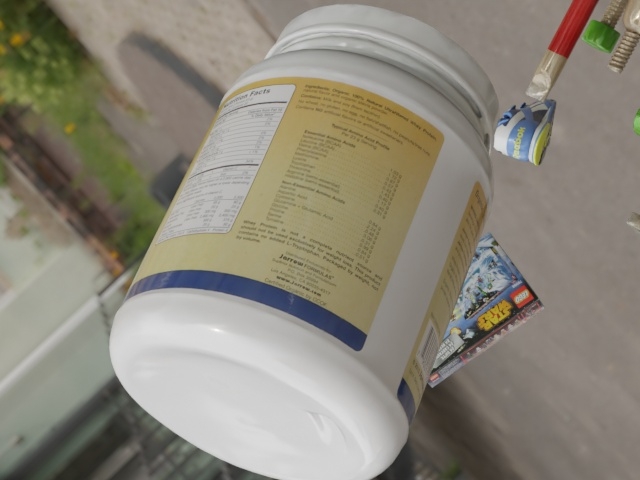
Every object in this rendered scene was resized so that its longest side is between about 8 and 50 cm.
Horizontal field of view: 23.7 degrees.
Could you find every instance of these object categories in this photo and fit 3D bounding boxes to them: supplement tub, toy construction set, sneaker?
[{"bbox_3d":[0.000,0.000,1.157,0.228,0.316,0.228,18,150,11],"label":"supplement tub"},{"bbox_3d":[0.348,-0.094,1.517,0.309,0.237,0.257,29,-174,8],"label":"toy construction set"},{"bbox_3d":[0.218,-0.122,1.629,0.059,0.053,0.144,10,-162,12],"label":"sneaker"}]

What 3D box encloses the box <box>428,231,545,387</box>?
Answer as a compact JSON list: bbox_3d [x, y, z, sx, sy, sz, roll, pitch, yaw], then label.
[{"bbox_3d":[0.138,0.068,1.500,0.094,0.137,0.027,57,-175,33],"label":"box"}]
